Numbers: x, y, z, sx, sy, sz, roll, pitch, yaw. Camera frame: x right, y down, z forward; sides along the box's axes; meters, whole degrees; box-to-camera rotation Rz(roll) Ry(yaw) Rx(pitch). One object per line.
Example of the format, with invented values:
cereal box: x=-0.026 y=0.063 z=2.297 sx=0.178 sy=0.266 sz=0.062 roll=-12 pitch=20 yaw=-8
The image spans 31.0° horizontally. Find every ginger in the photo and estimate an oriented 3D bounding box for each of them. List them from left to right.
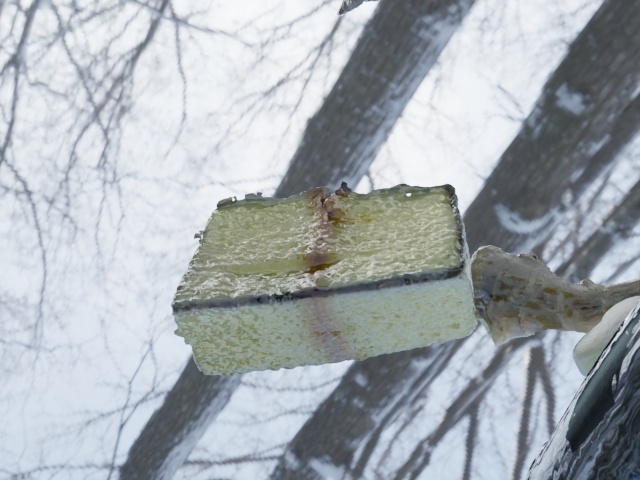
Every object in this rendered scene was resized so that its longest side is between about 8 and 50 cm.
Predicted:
ginger: x=0.313 y=0.065 z=1.467 sx=0.295 sy=0.086 sz=0.131 roll=-5 pitch=-111 yaw=20

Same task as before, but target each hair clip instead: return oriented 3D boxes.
hair clip: x=0.379 y=0.099 z=1.233 sx=0.159 sy=0.219 sz=0.071 roll=-82 pitch=-28 yaw=-78

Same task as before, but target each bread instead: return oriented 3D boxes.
bread: x=0.000 y=0.000 z=0.957 sx=0.240 sy=0.135 sz=0.178 roll=-8 pitch=-122 yaw=5

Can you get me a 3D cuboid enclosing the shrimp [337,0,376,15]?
shrimp: x=0.082 y=-0.249 z=0.966 sx=0.058 sy=0.173 sz=0.253 roll=51 pitch=-178 yaw=-11

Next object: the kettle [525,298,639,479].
kettle: x=0.279 y=0.122 z=0.589 sx=0.228 sy=0.324 sz=0.321 roll=-13 pitch=-134 yaw=-34
